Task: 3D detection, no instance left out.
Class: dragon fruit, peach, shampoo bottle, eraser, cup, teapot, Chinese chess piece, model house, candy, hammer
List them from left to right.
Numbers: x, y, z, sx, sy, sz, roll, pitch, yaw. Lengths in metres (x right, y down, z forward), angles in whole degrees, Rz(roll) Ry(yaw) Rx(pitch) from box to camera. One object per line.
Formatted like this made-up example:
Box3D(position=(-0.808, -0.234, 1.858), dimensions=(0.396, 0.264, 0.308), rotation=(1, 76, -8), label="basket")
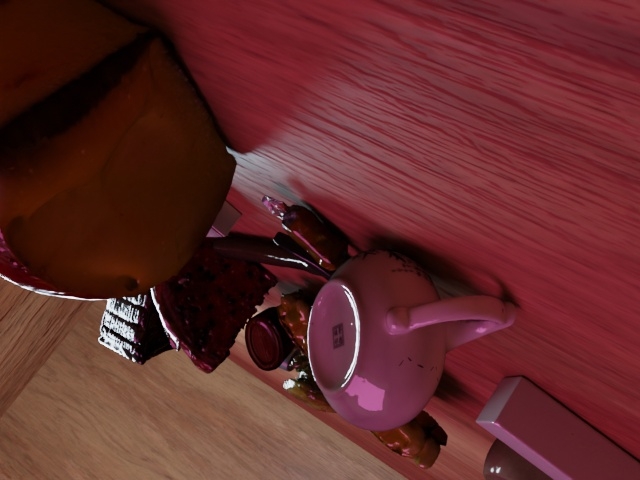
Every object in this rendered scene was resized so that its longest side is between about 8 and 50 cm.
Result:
Box3D(position=(-0.281, -0.100, 0.916), dimensions=(0.242, 0.306, 0.380), rotation=(24, 167, 19), label="peach")
Box3D(position=(-0.434, 0.130, 1.989), dimensions=(0.317, 0.282, 0.297), rotation=(23, 160, 41), label="model house")
Box3D(position=(-0.201, 0.099, 1.638), dimensions=(0.240, 0.302, 0.330), rotation=(4, -179, 0), label="dragon fruit")
Box3D(position=(-0.088, 0.179, 1.581), dimensions=(0.260, 0.064, 0.102), rotation=(5, -113, -85), label="shampoo bottle")
Box3D(position=(-0.071, 0.027, 1.310), dimensions=(0.168, 0.044, 0.440), rotation=(42, 164, -23), label="hammer")
Box3D(position=(-0.096, 0.277, 2.112), dimensions=(0.077, 0.078, 0.100), rotation=(24, 131, 25), label="cup")
Box3D(position=(0.000, 0.000, 1.066), dimensions=(0.182, 0.046, 0.053), rotation=(44, 168, -9), label="candy")
Box3D(position=(0.086, 0.114, 0.963), dimensions=(0.166, 0.208, 0.300), rotation=(22, 154, -31), label="teapot")
Box3D(position=(0.376, 0.388, 1.294), dimensions=(0.250, 0.101, 0.250), rotation=(34, 165, 10), label="Chinese chess piece")
Box3D(position=(0.357, 0.301, 1.119), dimensions=(0.298, 0.076, 0.078), rotation=(37, 166, 0), label="eraser")

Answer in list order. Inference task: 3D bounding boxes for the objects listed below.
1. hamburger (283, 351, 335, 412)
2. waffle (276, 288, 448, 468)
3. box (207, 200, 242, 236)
Box3D(position=(0.017, 0.303, 1.823), dimensions=(0.185, 0.131, 0.159), rotation=(38, 158, -33), label="hamburger")
Box3D(position=(0.060, 0.235, 1.467), dimensions=(0.382, 0.095, 0.379), rotation=(47, 177, 1), label="waffle")
Box3D(position=(-0.207, -0.062, 1.336), dimensions=(0.130, 0.051, 0.129), rotation=(40, 165, -19), label="box")
